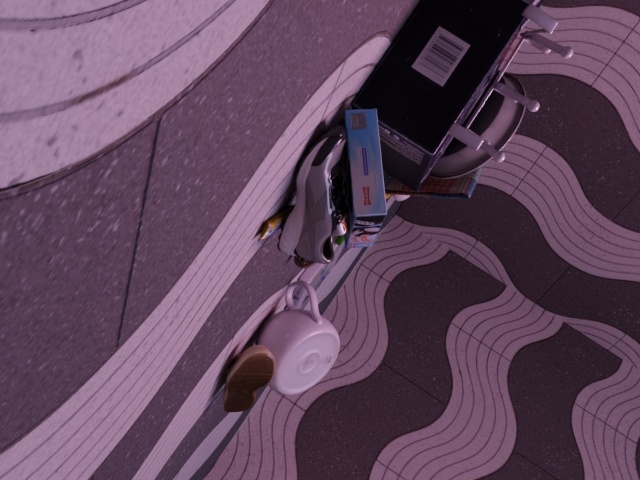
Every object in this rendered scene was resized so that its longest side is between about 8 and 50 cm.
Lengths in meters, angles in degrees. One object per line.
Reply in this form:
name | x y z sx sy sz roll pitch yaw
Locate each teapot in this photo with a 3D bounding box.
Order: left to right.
teapot | -0.084 0.274 2.061 0.256 0.187 0.252 -38 141 -14

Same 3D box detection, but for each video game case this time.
video game case | -0.008 0.101 2.369 0.329 0.036 0.300 -51 171 -39

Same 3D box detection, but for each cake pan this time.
cake pan | 0.318 -0.273 1.707 0.293 0.054 0.293 -30 -140 29

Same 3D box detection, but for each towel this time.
towel | 0.284 -0.239 1.839 0.370 0.271 0.040 -61 143 -37

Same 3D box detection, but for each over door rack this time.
over door rack | 0.341 -0.262 1.349 0.239 0.108 0.324 -59 172 14

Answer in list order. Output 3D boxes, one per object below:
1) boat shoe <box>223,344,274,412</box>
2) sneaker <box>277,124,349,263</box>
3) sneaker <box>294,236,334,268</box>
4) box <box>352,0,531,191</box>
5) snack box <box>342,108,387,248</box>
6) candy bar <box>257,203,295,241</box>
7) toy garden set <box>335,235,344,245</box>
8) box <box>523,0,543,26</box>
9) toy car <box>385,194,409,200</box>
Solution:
boat shoe | -0.192 0.335 1.937 0.302 0.109 0.098 114 -29 -50
sneaker | 0.009 -0.076 1.308 0.100 0.108 0.271 -48 159 -51
sneaker | 0.000 0.000 1.823 0.188 0.066 0.071 -54 174 -23
box | 0.225 -0.311 1.509 0.343 0.179 0.312 -56 175 -5
snack box | 0.073 -0.104 1.425 0.322 0.060 0.187 96 -10 -79
candy bar | -0.073 -0.034 1.344 0.040 0.018 0.161 -59 172 22
toy garden set | 0.128 -0.126 2.257 0.244 0.049 0.204 -50 172 -41
box | 0.431 -0.553 1.931 0.395 0.097 0.318 -46 171 -9
toy car | 0.173 -0.191 1.973 0.182 0.159 0.136 -51 135 -39
